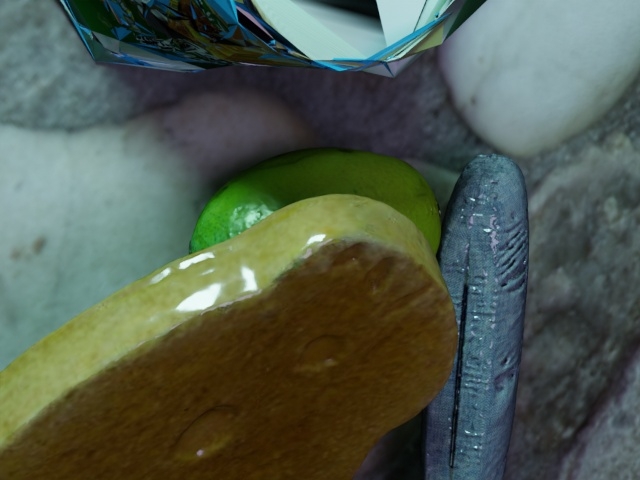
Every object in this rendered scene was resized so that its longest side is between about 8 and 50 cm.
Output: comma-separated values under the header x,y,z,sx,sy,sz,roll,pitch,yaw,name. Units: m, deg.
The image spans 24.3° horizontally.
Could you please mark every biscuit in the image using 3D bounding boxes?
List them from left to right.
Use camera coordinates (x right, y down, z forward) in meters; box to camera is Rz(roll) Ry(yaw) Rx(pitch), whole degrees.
x,y,z,sx,sy,sz,roll,pitch,yaw,name
-0.066,0.116,0.916,0.344,0.057,0.287,-33,140,0,biscuit

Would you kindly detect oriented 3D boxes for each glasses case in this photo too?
x,y,z,sx,sy,sz,roll,pitch,yaw,name
0.108,0.079,1.049,0.109,0.067,0.282,-38,132,-66,glasses case

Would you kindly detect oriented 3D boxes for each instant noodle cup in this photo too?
x,y,z,sx,sy,sz,roll,pitch,yaw,name
-0.025,-0.194,0.827,0.240,0.178,0.240,-11,111,-32,instant noodle cup

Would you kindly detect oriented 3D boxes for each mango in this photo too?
x,y,z,sx,sy,sz,roll,pitch,yaw,name
0.001,0.000,0.950,0.178,0.100,0.119,-5,107,-32,mango
